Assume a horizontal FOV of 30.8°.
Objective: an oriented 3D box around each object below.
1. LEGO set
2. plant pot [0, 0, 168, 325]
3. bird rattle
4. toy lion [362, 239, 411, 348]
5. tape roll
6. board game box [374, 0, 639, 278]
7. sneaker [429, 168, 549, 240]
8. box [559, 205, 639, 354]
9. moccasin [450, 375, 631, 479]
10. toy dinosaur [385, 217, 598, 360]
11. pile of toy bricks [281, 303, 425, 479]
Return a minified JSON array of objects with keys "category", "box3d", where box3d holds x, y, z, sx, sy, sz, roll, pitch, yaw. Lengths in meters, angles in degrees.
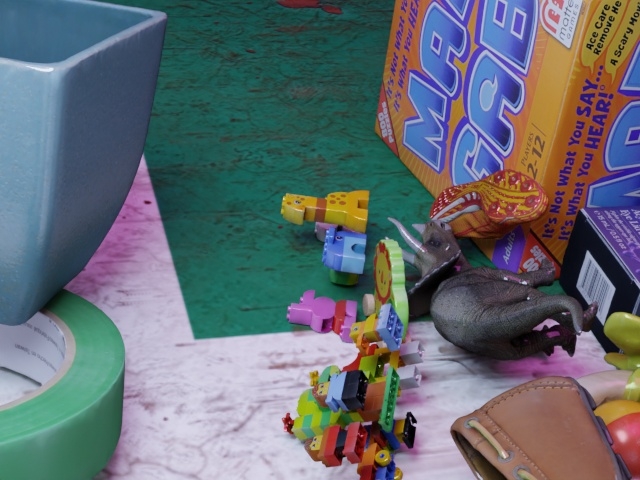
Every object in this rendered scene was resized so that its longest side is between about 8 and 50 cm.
[{"category":"LEGO set","box3d":[0.000,0.000,1.251,0.093,0.087,0.227,8,34,-1]},{"category":"plant pot","box3d":[-0.292,-0.073,1.011,0.247,0.252,0.248,10,23,9]},{"category":"bird rattle","box3d":[0.308,0.190,1.055,0.207,0.143,0.253,-13,52,-10]},{"category":"toy lion","box3d":[0.071,0.052,1.181,0.034,0.096,0.100,-1,36,-13]},{"category":"tape roll","box3d":[-0.325,0.121,0.963,0.321,0.077,0.321,6,21,-2]},{"category":"board game box","box3d":[0.321,-0.214,1.385,0.356,0.356,0.356,-10,39,-24]},{"category":"sneaker","box3d":[0.190,-0.034,1.244,0.067,0.064,0.175,33,-16,-23]},{"category":"box","box3d":[0.388,0.044,1.250,0.207,0.108,0.153,-4,36,-16]},{"category":"moccasin","box3d":[0.202,0.264,0.866,0.147,0.139,0.380,-18,50,-6]},{"category":"toy dinosaur","box3d":[0.168,0.073,1.133,0.160,0.121,0.313,0,17,-9]},{"category":"pile of toy bricks","box3d":[0.017,0.151,1.041,0.105,0.118,0.212,-14,37,25]}]
